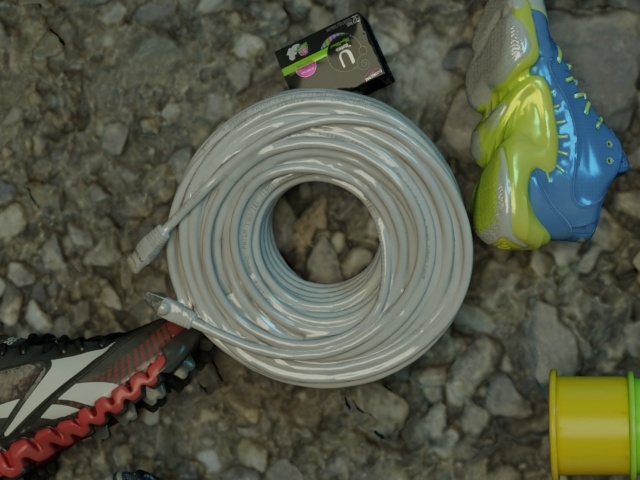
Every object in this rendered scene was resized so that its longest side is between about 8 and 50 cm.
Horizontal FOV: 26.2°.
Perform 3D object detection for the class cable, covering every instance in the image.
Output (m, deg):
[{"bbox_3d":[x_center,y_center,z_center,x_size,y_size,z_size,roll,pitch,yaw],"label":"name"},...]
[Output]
[{"bbox_3d":[0.000,0.000,1.168,0.257,0.089,0.257,35,105,-1],"label":"cable"}]

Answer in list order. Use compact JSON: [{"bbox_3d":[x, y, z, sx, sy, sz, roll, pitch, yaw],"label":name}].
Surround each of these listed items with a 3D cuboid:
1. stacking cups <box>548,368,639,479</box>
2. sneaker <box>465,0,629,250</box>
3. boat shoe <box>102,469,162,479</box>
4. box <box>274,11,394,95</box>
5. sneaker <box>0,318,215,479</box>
[{"bbox_3d":[0.342,0.146,1.098,0.316,0.096,0.096,-2,88,14],"label":"stacking cups"},{"bbox_3d":[0.192,-0.103,1.159,0.126,0.091,0.240,9,78,-17],"label":"sneaker"},{"bbox_3d":[-0.023,0.273,1.181,0.340,0.127,0.158,39,91,4],"label":"boat shoe"},{"bbox_3d":[0.013,-0.152,1.207,0.083,0.052,0.062,-25,83,11],"label":"box"},{"bbox_3d":[-0.228,0.125,1.235,0.276,0.097,0.135,-31,84,12],"label":"sneaker"}]
